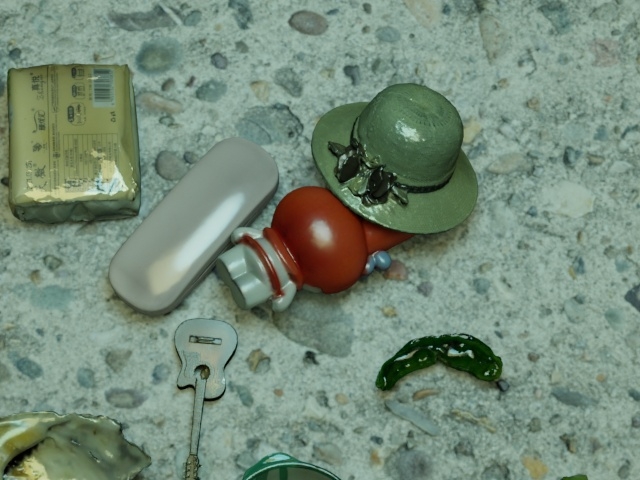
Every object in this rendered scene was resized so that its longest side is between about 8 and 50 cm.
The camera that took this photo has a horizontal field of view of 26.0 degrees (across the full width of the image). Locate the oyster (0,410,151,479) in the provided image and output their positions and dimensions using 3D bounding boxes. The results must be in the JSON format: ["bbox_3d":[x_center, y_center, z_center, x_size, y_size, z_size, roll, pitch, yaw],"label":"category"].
[{"bbox_3d":[-0.384,0.320,1.826,0.271,0.100,0.275,45,62,8],"label":"oyster"}]

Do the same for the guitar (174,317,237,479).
[{"bbox_3d":[-0.166,0.220,1.910,0.088,0.025,0.233,5,73,-2],"label":"guitar"}]

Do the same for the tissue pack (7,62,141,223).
[{"bbox_3d":[-0.353,-0.139,1.981,0.186,0.090,0.222,-5,74,-8],"label":"tissue pack"}]

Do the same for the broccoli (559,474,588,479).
[{"bbox_3d":[0.236,0.379,1.838,0.304,0.165,0.145,-14,41,-22],"label":"broccoli"}]

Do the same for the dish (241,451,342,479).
[{"bbox_3d":[-0.053,0.401,1.830,0.246,0.078,0.224,-21,74,-11],"label":"dish"}]

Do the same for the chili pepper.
[{"bbox_3d":[0.163,0.167,1.936,0.182,0.050,0.073,-6,79,-3],"label":"chili pepper"}]

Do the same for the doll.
[{"bbox_3d":[0.000,0.000,1.939,0.290,0.130,0.161,-26,71,-19],"label":"doll"}]

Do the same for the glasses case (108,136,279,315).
[{"bbox_3d":[-0.177,-0.022,1.960,0.113,0.075,0.297,37,74,14],"label":"glasses case"}]

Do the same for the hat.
[{"bbox_3d":[0.124,-0.145,1.942,0.257,0.130,0.257,12,46,-12],"label":"hat"}]
